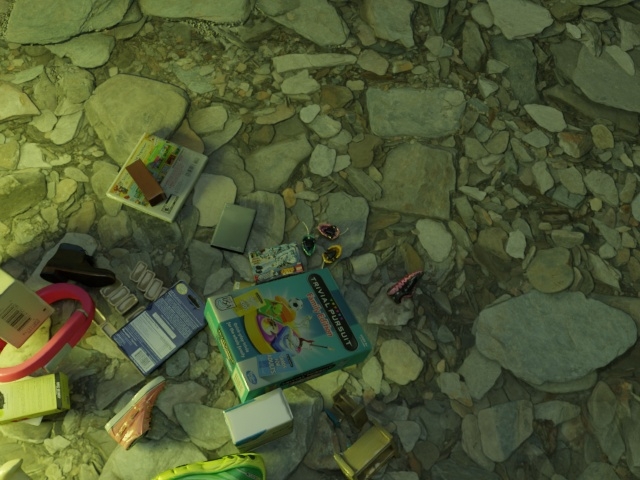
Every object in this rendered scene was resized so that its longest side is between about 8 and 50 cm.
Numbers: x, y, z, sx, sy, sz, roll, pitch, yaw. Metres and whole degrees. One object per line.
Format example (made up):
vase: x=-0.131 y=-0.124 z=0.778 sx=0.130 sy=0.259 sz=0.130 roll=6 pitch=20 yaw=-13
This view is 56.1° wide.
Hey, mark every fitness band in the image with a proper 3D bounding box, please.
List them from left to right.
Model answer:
fitness band: x=-0.681 y=0.218 z=1.451 sx=0.208 sy=0.054 sz=0.291 roll=12 pitch=48 yaw=25

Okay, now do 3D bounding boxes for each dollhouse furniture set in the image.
dollhouse furniture set: x=0.074 y=0.473 z=1.431 sx=0.129 sy=0.129 sz=0.183 roll=-38 pitch=50 yaw=-17

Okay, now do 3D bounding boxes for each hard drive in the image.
hard drive: x=-0.241 y=-0.033 z=1.665 sx=0.094 sy=0.022 sz=0.135 roll=14 pitch=67 yaw=2

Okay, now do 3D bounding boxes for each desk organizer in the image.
desk organizer: x=-0.483 y=-0.160 z=1.663 sx=0.050 sy=0.047 sz=0.130 roll=-35 pitch=73 yaw=-14

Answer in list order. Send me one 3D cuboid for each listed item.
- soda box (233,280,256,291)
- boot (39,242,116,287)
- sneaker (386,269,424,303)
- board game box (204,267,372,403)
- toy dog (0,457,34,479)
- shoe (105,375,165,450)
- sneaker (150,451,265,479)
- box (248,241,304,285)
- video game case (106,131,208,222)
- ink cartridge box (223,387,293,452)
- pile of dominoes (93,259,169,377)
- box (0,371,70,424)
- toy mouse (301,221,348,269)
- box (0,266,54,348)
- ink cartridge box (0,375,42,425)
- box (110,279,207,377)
soda box: x=-0.204 y=0.200 z=1.546 sx=0.058 sy=0.061 sz=0.181 roll=7 pitch=66 yaw=-1
boot: x=-0.615 y=0.057 z=1.554 sx=0.219 sy=0.082 sz=0.106 roll=3 pitch=58 yaw=16
sneaker: x=0.237 y=0.127 z=1.623 sx=0.119 sy=0.047 sz=0.057 roll=-35 pitch=88 yaw=-13
board game box: x=-0.079 y=0.219 z=1.464 sx=0.335 sy=0.079 sz=0.254 roll=-13 pitch=58 yaw=-29
toy dog: x=-0.686 y=0.648 z=1.237 sx=0.407 sy=0.284 sz=0.396 roll=17 pitch=97 yaw=3
shoe: x=-0.424 y=0.414 z=1.442 sx=0.081 sy=0.063 sz=0.178 roll=42 pitch=76 yaw=12
sneaker: x=-0.268 y=0.564 z=1.358 sx=0.295 sy=0.109 sz=0.124 roll=-11 pitch=74 yaw=-2
box: x=-0.120 y=0.063 z=1.629 sx=0.136 sy=0.027 sz=0.094 roll=-13 pitch=67 yaw=-9
video game case: x=-0.462 y=-0.182 z=1.713 sx=0.206 sy=0.026 sz=0.227 roll=22 pitch=68 yaw=5
ink cartridge box: x=-0.139 y=0.420 z=1.386 sx=0.139 sy=0.191 sz=0.082 roll=-20 pitch=68 yaw=-12
pile of dominoes: x=-0.459 y=0.199 z=1.556 sx=0.196 sy=0.040 sz=0.251 roll=-42 pitch=83 yaw=-19
box: x=-0.702 y=0.371 z=1.372 sx=0.232 sy=0.058 sz=0.087 roll=-12 pitch=69 yaw=-10
toy mouse: x=0.000 y=0.000 z=1.662 sx=0.143 sy=0.031 sz=0.161 roll=40 pitch=70 yaw=12
box: x=-0.800 y=0.118 z=1.436 sx=0.311 sy=0.148 sz=0.121 roll=22 pitch=64 yaw=34
ink cartridge box: x=-0.727 y=0.374 z=1.435 sx=0.181 sy=0.062 sz=0.104 roll=15 pitch=67 yaw=3
box: x=-0.394 y=0.220 z=1.518 sx=0.225 sy=0.036 sz=0.136 roll=-41 pitch=83 yaw=-17
